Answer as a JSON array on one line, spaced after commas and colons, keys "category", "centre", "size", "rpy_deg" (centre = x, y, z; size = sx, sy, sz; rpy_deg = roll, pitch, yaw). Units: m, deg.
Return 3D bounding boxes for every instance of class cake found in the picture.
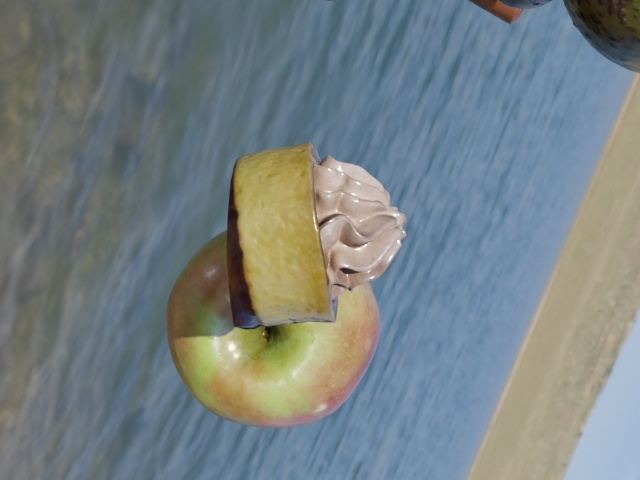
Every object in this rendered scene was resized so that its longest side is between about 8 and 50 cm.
[{"category": "cake", "centre": [0.000, 0.000, 1.041], "size": [0.185, 0.178, 0.207], "rpy_deg": [-84, 175, -67]}]

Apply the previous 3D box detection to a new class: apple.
[{"category": "apple", "centre": [-0.066, 0.123, 1.478], "size": [0.277, 0.319, 0.319], "rpy_deg": [-15, 126, -75]}]

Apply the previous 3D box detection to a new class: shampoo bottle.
[{"category": "shampoo bottle", "centre": [0.294, -0.515, 1.955], "size": [0.085, 0.244, 0.085], "rpy_deg": [-56, 169, -16]}]

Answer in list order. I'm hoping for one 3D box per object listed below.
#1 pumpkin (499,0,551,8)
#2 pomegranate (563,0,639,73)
[{"category": "pumpkin", "centre": [0.373, -0.476, 1.607], "size": [0.238, 0.159, 0.238], "rpy_deg": [-35, -158, 17]}, {"category": "pomegranate", "centre": [0.274, -0.251, 0.755], "size": [0.214, 0.214, 0.247], "rpy_deg": [30, 42, -77]}]
